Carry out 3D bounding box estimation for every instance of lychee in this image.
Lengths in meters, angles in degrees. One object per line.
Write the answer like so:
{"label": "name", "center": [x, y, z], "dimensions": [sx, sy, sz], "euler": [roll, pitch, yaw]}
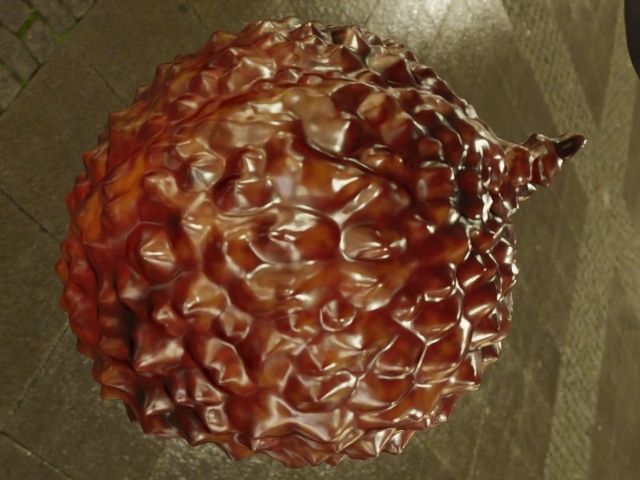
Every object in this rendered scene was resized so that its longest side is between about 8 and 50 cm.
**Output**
{"label": "lychee", "center": [0.000, 0.000, 0.690], "dimensions": [0.424, 0.500, 0.424], "euler": [-19, 90, -73]}

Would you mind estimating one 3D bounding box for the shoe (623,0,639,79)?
{"label": "shoe", "center": [0.228, -0.079, 0.246], "dimensions": [0.137, 0.245, 0.095], "euler": [-25, 123, -23]}
